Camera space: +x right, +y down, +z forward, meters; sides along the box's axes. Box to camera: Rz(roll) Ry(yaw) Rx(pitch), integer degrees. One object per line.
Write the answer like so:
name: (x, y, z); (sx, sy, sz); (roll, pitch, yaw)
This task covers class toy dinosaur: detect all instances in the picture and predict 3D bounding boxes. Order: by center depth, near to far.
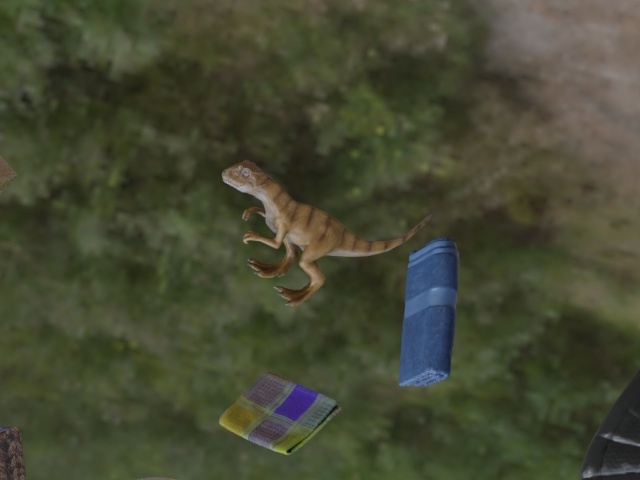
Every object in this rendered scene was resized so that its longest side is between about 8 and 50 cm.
toy dinosaur: (0.000, 0.000, 1.691); (0.211, 0.112, 0.064); (24, -161, -34)

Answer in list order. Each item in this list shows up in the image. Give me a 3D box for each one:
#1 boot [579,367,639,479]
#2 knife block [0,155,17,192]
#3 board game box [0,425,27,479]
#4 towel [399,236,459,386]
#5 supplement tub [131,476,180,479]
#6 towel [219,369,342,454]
boot: (0.366, 0.102, 1.682); (0.138, 0.377, 0.284); (34, 178, 14)
knife block: (-0.417, -0.065, 1.924); (0.088, 0.276, 0.242); (49, 151, 6)
board game box: (-0.494, 0.288, 2.069); (0.291, 0.141, 0.232); (-2, -173, 37)
towel: (0.093, 0.060, 1.598); (0.029, 0.119, 0.067); (12, 162, -20)
supplement tub: (-0.202, 0.452, 2.346); (0.235, 0.235, 0.325); (17, -159, -11)
towel: (-0.031, 0.124, 1.391); (0.083, 0.060, 0.009); (21, 144, 48)
